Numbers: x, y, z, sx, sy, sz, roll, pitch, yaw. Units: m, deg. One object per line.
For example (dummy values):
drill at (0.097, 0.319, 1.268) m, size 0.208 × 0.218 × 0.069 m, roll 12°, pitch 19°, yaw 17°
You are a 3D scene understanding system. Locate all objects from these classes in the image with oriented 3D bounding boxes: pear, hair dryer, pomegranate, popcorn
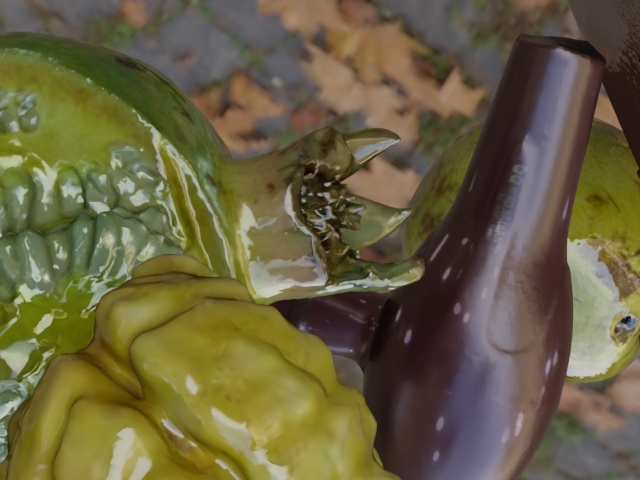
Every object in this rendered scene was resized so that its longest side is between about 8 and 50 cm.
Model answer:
pear at (0.215, 0.012, 1.825) m, size 0.283 × 0.283 × 0.283 m, roll 22°, pitch 147°, yaw 15°
hair dryer at (0.000, 0.000, 1.222) m, size 0.340 × 0.123 × 0.313 m, roll 14°, pitch 102°, yaw 14°
pomegranate at (-0.116, 0.011, 1.039) m, size 0.340 × 0.260 × 0.260 m, roll -8°, pitch 140°, yaw 1°
popcorn at (-0.070, 0.115, 0.817) m, size 0.203 × 0.200 × 0.226 m, roll 45°, pitch 164°, yaw 43°

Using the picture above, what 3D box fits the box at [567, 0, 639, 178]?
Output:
box at (0.336, -0.197, 1.468) m, size 0.229 × 0.239 × 0.339 m, roll 64°, pitch 176°, yaw -4°
